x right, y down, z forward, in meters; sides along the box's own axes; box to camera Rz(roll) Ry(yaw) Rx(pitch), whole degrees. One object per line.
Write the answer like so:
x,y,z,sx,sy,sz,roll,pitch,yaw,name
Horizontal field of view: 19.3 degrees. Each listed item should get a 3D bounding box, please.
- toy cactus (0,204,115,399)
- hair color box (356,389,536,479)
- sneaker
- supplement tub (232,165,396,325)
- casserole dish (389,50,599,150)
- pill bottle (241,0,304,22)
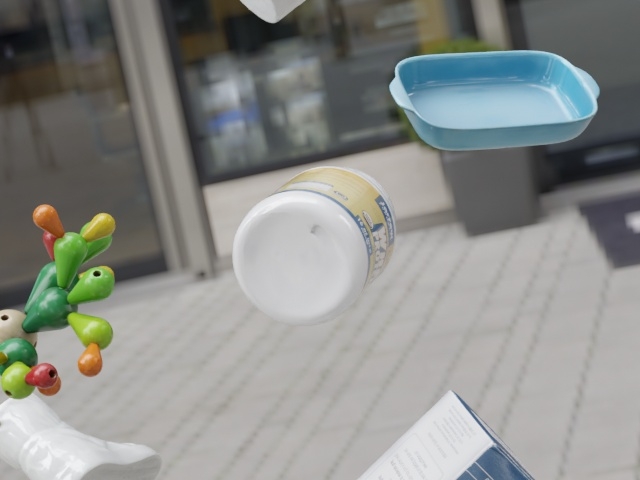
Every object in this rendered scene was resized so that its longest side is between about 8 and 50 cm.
-0.253,0.066,1.626,0.180,0.112,0.219,-30,36,35,toy cactus
0.052,0.317,1.793,0.347,0.105,0.174,-44,15,2,hair color box
-0.301,0.246,2.250,0.108,0.169,0.292,-53,-16,-2,sneaker
0.000,0.000,2.012,0.144,0.144,0.200,-9,11,18,supplement tub
0.149,-0.118,1.626,0.188,0.037,0.114,-4,39,-17,casserole dish
0.015,-0.279,1.483,0.221,0.121,0.121,-40,15,-10,pill bottle
